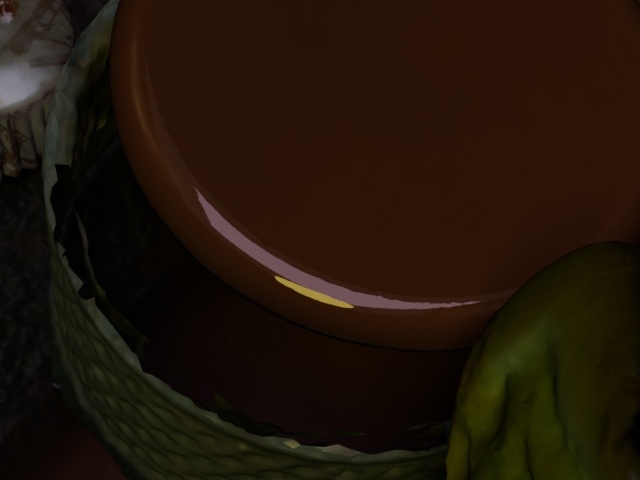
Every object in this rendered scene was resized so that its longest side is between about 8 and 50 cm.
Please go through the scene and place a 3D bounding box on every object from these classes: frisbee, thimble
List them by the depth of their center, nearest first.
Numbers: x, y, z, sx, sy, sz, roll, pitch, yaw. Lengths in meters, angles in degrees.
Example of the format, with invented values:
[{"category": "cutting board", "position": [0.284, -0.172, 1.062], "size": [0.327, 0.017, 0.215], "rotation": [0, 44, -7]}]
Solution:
[{"category": "frisbee", "position": [0.035, -0.072, 0.522], "size": [0.250, 0.021, 0.251], "rotation": [3, 66, -8]}, {"category": "thimble", "position": [0.000, 0.000, 0.577], "size": [0.270, 0.150, 0.271], "rotation": [4, 65, -8]}]

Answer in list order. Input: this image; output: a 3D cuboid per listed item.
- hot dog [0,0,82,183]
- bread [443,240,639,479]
[{"category": "hot dog", "position": [-0.249, -0.121, 0.633], "size": [0.268, 0.075, 0.144], "rotation": [32, 69, 2]}, {"category": "bread", "position": [0.194, 0.140, 0.447], "size": [0.376, 0.208, 0.251], "rotation": [21, 75, -39]}]
